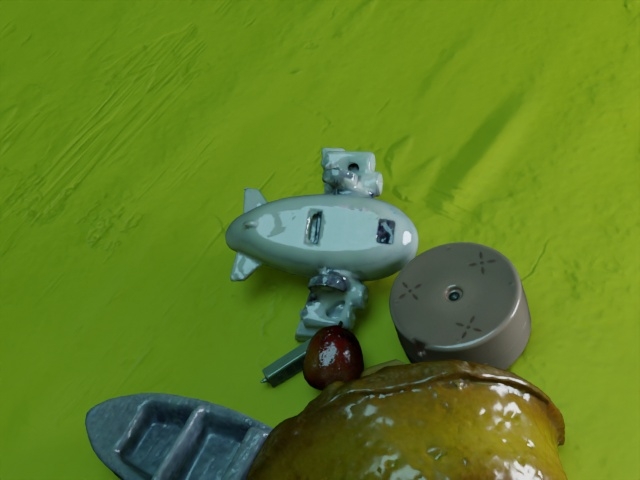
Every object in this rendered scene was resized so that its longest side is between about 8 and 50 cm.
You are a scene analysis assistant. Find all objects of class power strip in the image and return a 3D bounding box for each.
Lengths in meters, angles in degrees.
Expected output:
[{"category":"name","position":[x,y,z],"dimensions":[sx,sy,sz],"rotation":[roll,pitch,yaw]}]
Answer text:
[{"category":"power strip","position":[0.157,0.079,1.321],"dimensions":[0.154,0.078,0.154],"rotation":[-11,48,12]},{"category":"power strip","position":[-0.034,0.143,1.373],"dimensions":[0.083,0.027,0.017],"rotation":[-33,51,-5]}]

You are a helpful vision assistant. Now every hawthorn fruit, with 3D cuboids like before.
[{"category":"hawthorn fruit","position":[0.016,0.135,1.331],"dimensions":[0.077,0.077,0.077],"rotation":[-10,51,12]}]

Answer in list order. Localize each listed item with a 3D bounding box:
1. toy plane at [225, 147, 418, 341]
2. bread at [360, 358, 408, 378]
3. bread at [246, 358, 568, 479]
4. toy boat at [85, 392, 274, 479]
[{"category":"toy plane","position":[0.000,0.000,1.420],"dimensions":[0.244,0.117,0.245],"rotation":[-6,69,15]},{"category":"bread","position":[0.097,0.159,1.299],"dimensions":[0.103,0.049,0.062],"rotation":[-19,58,4]},{"category":"bread","position":[0.092,0.223,1.125],"dimensions":[0.340,0.179,0.194],"rotation":[-7,52,-5]},{"category":"toy boat","position":[-0.140,0.242,1.300],"dimensions":[0.283,0.078,0.127],"rotation":[14,60,28]}]
